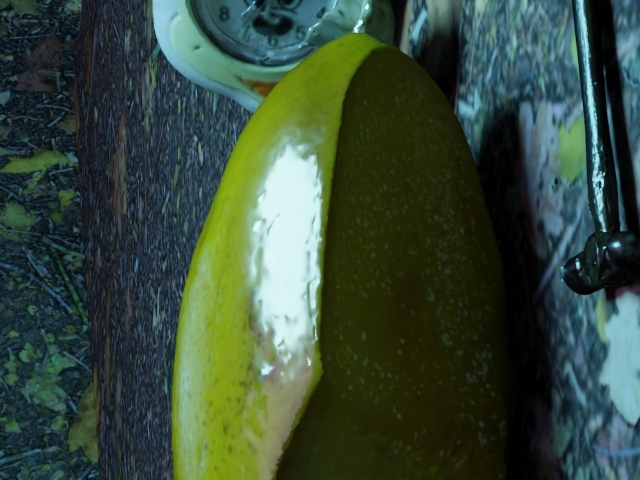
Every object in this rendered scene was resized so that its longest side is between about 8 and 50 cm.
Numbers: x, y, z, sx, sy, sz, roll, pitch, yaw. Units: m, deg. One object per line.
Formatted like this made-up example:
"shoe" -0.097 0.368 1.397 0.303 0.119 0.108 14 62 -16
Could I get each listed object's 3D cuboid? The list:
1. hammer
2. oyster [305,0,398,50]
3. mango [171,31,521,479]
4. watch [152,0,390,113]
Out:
"hammer" 0.122 -0.063 0.701 0.065 0.021 0.178 126 143 -69
"oyster" 0.005 0.001 0.999 0.166 0.110 0.341 -142 56 -67
"mango" 0.007 0.065 0.831 0.201 0.199 0.350 -5 -86 -67
"watch" -0.046 -0.229 1.077 0.217 0.210 0.248 -98 5 -63
